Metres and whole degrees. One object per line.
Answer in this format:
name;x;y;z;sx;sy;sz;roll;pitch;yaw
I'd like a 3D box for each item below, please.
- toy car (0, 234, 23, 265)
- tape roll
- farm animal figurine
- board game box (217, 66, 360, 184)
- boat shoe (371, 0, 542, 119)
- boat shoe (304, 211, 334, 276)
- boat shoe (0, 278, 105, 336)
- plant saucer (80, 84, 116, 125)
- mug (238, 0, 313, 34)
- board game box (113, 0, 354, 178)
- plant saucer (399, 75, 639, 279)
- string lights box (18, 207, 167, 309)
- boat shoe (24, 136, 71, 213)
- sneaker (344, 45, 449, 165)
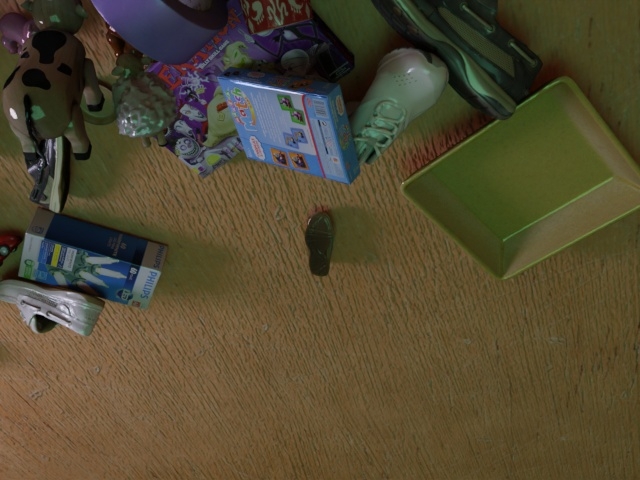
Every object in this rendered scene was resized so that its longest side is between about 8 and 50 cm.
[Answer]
toy car;-0.709;0.091;1.326;0.053;0.225;0.239;44;122;-10
tape roll;-0.221;-0.339;0.922;0.080;0.189;0.189;-34;125;27
farm animal figurine;-0.384;-0.255;0.925;0.330;0.326;0.172;-13;147;-11
board game box;-0.048;-0.177;1.041;0.211;0.039;0.160;17;143;32
boat shoe;0.190;-0.330;0.990;0.355;0.132;0.130;39;98;-28
boat shoe;0.002;0.001;1.347;0.056;0.048;0.153;5;128;13
boat shoe;-0.569;0.142;1.388;0.277;0.096;0.098;6;164;29
plant saucer;-0.378;-0.232;1.144;0.083;0.015;0.083;0;134;0
mug;-0.056;-0.374;0.902;0.150;0.113;0.169;-15;107;-3
board game box;-0.142;-0.259;1.097;0.347;0.056;0.208;-32;121;27
plant saucer;0.363;-0.108;1.208;0.333;0.081;0.333;-34;124;28
string lights box;-0.453;0.040;1.360;0.260;0.076;0.133;18;132;-15
boat shoe;-0.482;-0.135;1.194;0.073;0.080;0.223;9;138;-14
sneaker;0.095;-0.183;1.050;0.111;0.129;0.297;28;150;-13
